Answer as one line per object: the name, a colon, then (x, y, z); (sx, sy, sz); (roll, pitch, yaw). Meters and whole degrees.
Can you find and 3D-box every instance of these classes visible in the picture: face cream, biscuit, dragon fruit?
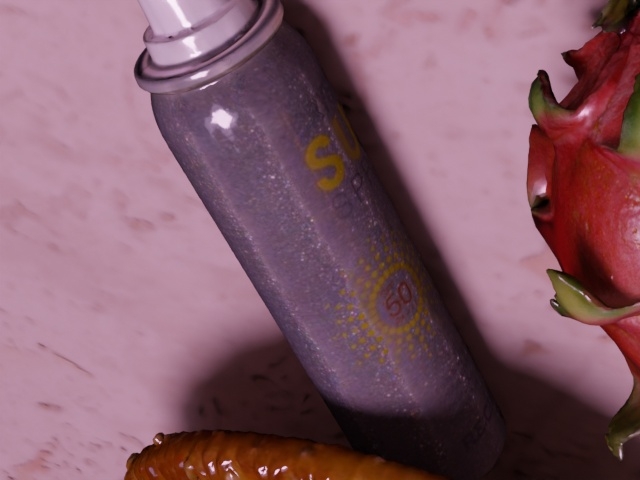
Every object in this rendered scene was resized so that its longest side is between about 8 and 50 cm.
face cream: (0.000, 0.000, 0.611); (0.073, 0.073, 0.283); (-10, 125, 31)
biscuit: (0.037, 0.175, 0.710); (0.305, 0.038, 0.305); (16, 155, 8)
dragon fruit: (0.157, 0.016, 0.505); (0.137, 0.135, 0.236); (-12, 118, 26)
